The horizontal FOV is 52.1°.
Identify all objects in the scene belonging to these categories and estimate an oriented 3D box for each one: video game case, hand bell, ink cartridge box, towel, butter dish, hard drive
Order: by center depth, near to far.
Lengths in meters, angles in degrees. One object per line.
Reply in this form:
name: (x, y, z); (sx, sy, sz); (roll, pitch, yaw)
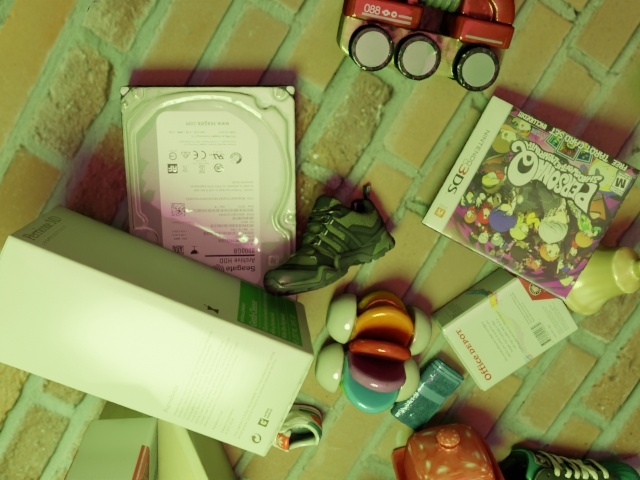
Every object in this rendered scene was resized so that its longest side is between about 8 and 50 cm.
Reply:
ink cartridge box: (-0.252, 0.353, 0.804); (0.092, 0.158, 0.218); (0, 103, -6)
hand bell: (0.460, 0.038, 0.897); (0.126, 0.242, 0.126); (4, 81, -29)
hard drive: (-0.151, -0.047, 0.926); (0.236, 0.064, 0.339); (-1, 104, -5)
video game case: (0.295, -0.061, 0.934); (0.232, 0.042, 0.210); (30, 94, 8)
butter dish: (0.194, 0.333, 0.988); (0.160, 0.160, 0.118); (-10, 122, -3)
ink cartridge box: (0.278, 0.124, 1.001); (0.175, 0.072, 0.128); (-34, 104, 3)
towel: (0.169, 0.246, 1.036); (0.067, 0.029, 0.119); (36, 98, -25)

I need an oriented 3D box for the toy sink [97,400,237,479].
toy sink: (-0.222, 0.327, 0.961); (0.131, 0.153, 0.234); (-20, 105, -1)

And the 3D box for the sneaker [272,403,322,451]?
sneaker: (-0.073, 0.288, 1.004); (0.161, 0.075, 0.057); (4, 103, -7)

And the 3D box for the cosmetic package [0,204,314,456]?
cosmetic package: (-0.208, 0.107, 0.826); (0.365, 0.197, 0.155); (24, 101, -12)

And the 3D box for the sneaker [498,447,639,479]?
sneaker: (0.377, 0.394, 1.058); (0.301, 0.108, 0.121); (-11, 99, -8)

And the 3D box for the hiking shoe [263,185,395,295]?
hiking shoe: (0.000, 0.000, 0.913); (0.226, 0.086, 0.114); (-25, 94, -39)

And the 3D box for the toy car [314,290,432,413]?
toy car: (0.082, 0.171, 0.961); (0.159, 0.136, 0.182); (11, 102, -8)

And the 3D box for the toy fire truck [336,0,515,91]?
toy fire truck: (0.146, -0.343, 0.857); (0.216, 0.158, 0.247); (9, 112, -7)
